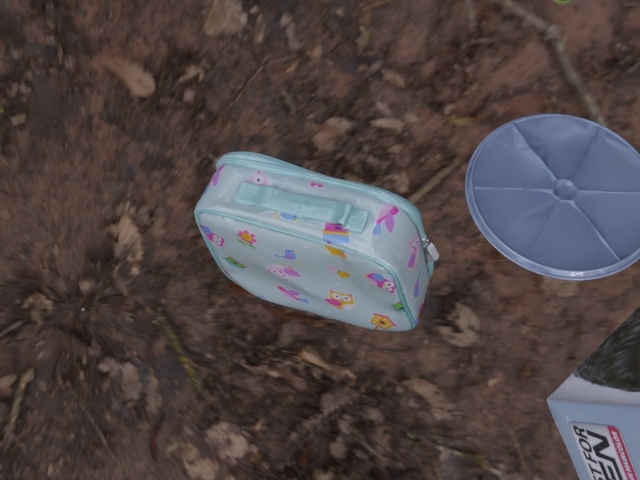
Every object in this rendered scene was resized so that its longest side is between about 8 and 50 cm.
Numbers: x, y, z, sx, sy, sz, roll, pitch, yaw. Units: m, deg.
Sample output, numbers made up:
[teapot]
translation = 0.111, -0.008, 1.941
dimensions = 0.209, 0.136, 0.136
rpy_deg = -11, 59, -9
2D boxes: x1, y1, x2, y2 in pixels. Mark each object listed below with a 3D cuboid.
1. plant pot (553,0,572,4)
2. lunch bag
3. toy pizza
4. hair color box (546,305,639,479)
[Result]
[plant pot]
translation = 0.219, -0.253, 1.039
dimensions = 0.079, 0.083, 0.083
rpy_deg = -32, 93, -11
[lunch bag]
translation = 0.000, 0.000, 1.468
dimensions = 0.279, 0.224, 0.108
rpy_deg = 14, 63, 20
[toy pizza]
translation = 0.246, -0.043, 1.264
dimensions = 0.201, 0.032, 0.201
rpy_deg = 2, 59, -3
[hair color box]
translation = 0.347, 0.101, 0.752
dimensions = 0.185, 0.374, 0.114
rpy_deg = -36, 109, -34
